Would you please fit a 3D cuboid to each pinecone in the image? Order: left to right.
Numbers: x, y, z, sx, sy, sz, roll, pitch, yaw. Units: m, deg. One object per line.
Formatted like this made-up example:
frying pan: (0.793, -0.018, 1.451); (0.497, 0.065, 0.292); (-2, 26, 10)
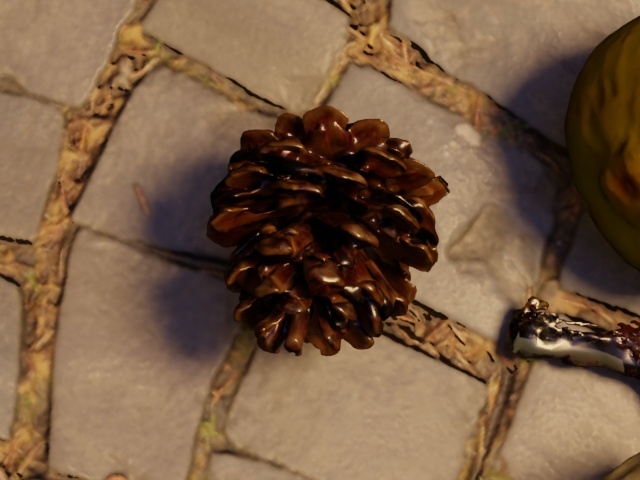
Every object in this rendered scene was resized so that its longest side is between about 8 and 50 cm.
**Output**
pinecone: (0.000, 0.000, 1.134); (0.173, 0.173, 0.173); (1, 80, -5)

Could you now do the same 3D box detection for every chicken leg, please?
chicken leg: (0.248, 0.108, 1.200); (0.253, 0.051, 0.106); (36, 84, 4)

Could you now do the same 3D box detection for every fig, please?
fig: (0.283, -0.063, 1.167); (0.230, 0.207, 0.207); (3, 78, -39)

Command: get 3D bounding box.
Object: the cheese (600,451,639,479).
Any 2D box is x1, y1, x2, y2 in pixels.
cheese: (0.284, 0.253, 1.069); (0.115, 0.326, 0.318); (-32, 122, -16)
